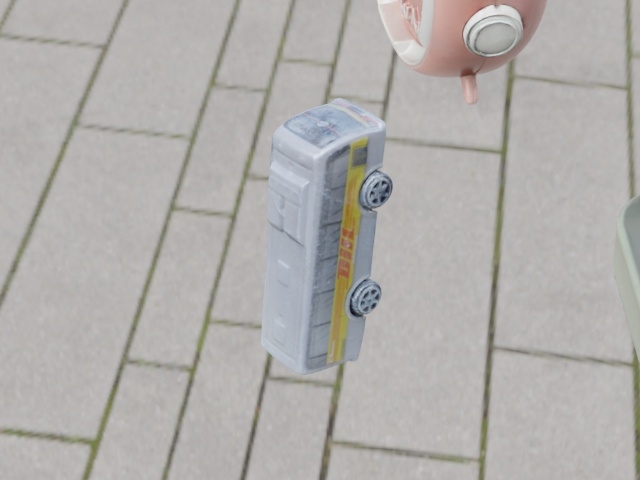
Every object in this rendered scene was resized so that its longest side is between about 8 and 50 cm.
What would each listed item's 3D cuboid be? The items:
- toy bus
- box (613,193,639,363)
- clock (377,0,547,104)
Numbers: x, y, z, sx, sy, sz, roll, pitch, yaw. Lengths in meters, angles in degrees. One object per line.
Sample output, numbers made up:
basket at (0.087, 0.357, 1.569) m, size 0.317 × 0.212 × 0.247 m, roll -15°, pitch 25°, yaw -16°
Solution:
toy bus at (0.000, 0.000, 0.911) m, size 0.075 × 0.190 × 0.064 m, roll -18°, pitch 36°, yaw -33°
box at (0.445, 0.094, 1.032) m, size 0.367 × 0.090 × 0.373 m, roll -6°, pitch 47°, yaw 0°
clock at (0.123, -0.247, 1.075) m, size 0.142 × 0.227 × 0.241 m, roll -8°, pitch 50°, yaw -8°
